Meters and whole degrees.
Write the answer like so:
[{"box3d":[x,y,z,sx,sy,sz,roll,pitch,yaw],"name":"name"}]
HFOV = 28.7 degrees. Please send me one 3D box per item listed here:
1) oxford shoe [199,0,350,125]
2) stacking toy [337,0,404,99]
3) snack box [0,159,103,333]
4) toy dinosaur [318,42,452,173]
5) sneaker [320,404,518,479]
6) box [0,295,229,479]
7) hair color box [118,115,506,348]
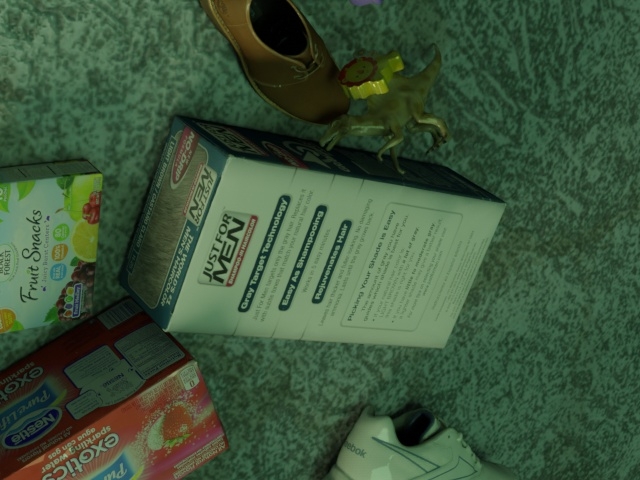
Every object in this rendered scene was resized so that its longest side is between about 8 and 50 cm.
[{"box3d":[-0.026,-0.160,1.102,0.076,0.076,0.212,-51,138,-4],"name":"oxford shoe"},{"box3d":[0.059,-0.259,1.108,0.221,0.052,0.167,-56,141,-26],"name":"stacking toy"},{"box3d":[-0.241,0.006,1.060,0.100,0.037,0.141,-9,120,-32],"name":"snack box"},{"box3d":[0.084,-0.124,1.173,0.183,0.053,0.092,-38,93,-31],"name":"toy dinosaur"},{"box3d":[0.138,0.267,1.463,0.297,0.111,0.129,14,100,-43],"name":"sneaker"},{"box3d":[-0.229,0.181,1.112,0.257,0.128,0.122,-32,130,-20],"name":"box"},{"box3d":[0.000,0.000,1.195,0.347,0.105,0.173,7,111,-40],"name":"hair color box"}]
